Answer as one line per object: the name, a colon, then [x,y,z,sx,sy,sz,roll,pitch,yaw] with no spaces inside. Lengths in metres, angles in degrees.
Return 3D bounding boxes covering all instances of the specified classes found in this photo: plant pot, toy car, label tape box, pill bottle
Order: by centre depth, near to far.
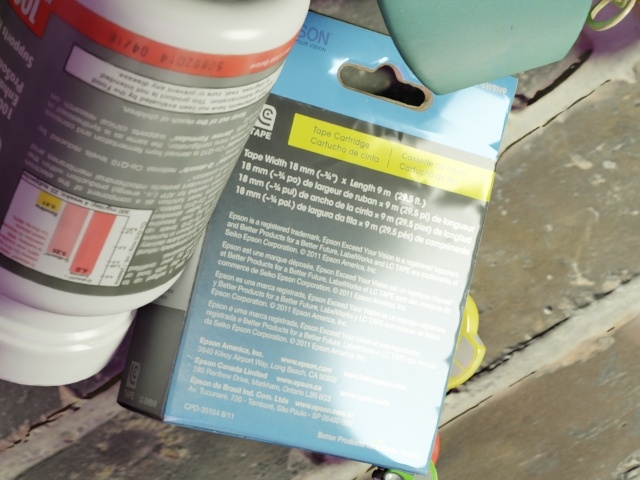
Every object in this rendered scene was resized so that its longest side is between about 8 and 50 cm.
plant pot: [0.102,-0.221,1.363,0.165,0.166,0.234,-17,149,1]
pill bottle: [-0.165,-0.077,1.391,0.210,0.210,0.363,11,128,-23]
label tape box: [0.000,0.000,1.549,0.240,0.106,0.334,15,86,-26]
toy car: [0.086,0.183,1.690,0.053,0.225,0.239,20,128,1]

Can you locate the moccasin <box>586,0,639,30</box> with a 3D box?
moccasin: [0.250,-0.230,1.407,0.147,0.139,0.380,-16,136,7]
